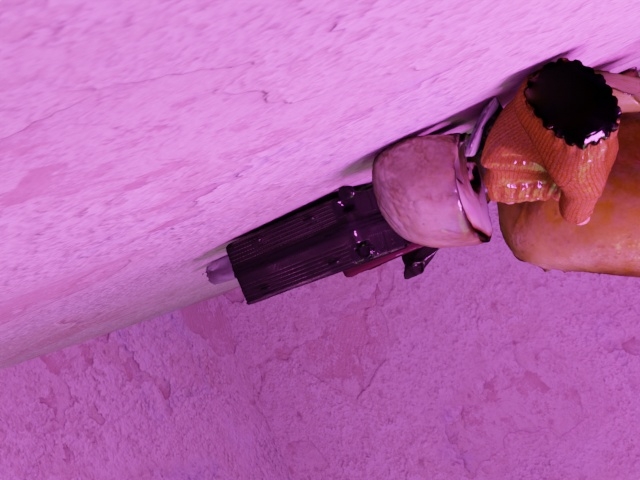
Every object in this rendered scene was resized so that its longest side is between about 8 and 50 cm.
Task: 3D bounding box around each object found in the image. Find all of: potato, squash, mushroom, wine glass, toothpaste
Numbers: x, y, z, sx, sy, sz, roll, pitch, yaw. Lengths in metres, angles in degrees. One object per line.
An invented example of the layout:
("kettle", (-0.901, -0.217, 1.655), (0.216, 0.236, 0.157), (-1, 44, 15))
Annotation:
("potato", (0.439, -0.091, 1.694), (0.280, 0.330, 0.213), (-12, 162, 5))
("squash", (0.446, -0.243, 1.664), (0.200, 0.075, 0.090), (-3, -138, 31))
("mushroom", (0.178, -0.074, 1.639), (0.164, 0.190, 0.267), (-10, -178, 17))
("wine glass", (-0.162, 0.042, 2.390), (0.262, 0.074, 0.074), (-22, 177, 23))
("toothpaste", (0.291, -0.181, 1.675), (0.099, 0.061, 0.392), (-66, 168, 11))

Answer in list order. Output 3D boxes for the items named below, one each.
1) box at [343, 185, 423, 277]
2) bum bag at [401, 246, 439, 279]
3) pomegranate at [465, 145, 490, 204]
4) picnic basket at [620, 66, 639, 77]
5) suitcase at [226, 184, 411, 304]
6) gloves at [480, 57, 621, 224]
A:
("box", (0.151, -0.041, 2.212), (0.294, 0.167, 0.193), (-24, 175, 28))
("bum bag", (0.242, -0.036, 2.380), (0.142, 0.079, 0.326), (-38, -149, 28))
("pomegranate", (0.281, -0.120, 2.018), (0.148, 0.148, 0.169), (-23, 179, 16))
("picnic basket", (0.526, -0.128, 1.970), (0.337, 0.337, 0.293), (-22, 177, -10))
("suitcase", (0.000, 0.000, 2.065), (0.335, 0.152, 0.229), (-21, 177, 32))
("gloves", (0.349, -0.139, 1.477), (0.155, 0.203, 0.356), (-44, 167, -17))
